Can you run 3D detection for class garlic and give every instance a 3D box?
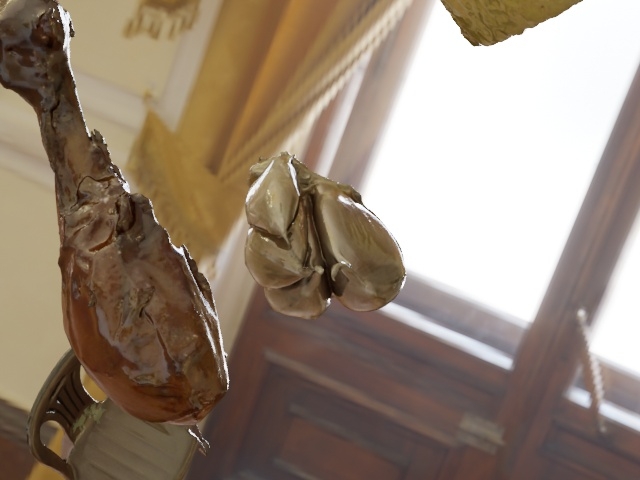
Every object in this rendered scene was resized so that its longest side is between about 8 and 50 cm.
[{"bbox_3d":[0.000,0.000,1.777,0.210,0.237,0.292,-16,43,2],"label":"garlic"}]

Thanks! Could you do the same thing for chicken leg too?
[{"bbox_3d":[-0.145,-0.022,0.813,0.093,0.304,0.113,-23,0,-21],"label":"chicken leg"}]

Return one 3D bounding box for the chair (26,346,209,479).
[{"bbox_3d":[-0.261,0.263,1.703,0.183,0.176,0.326,28,-18,6],"label":"chair"}]

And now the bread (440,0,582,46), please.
[{"bbox_3d":[0.138,-0.389,1.289,0.375,0.165,0.236,58,-24,-11],"label":"bread"}]
